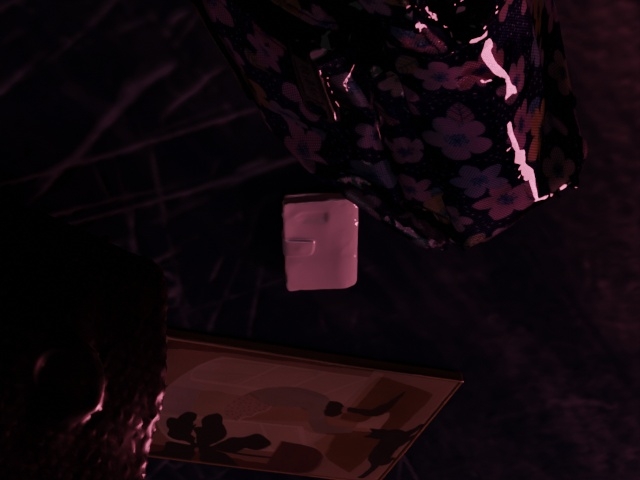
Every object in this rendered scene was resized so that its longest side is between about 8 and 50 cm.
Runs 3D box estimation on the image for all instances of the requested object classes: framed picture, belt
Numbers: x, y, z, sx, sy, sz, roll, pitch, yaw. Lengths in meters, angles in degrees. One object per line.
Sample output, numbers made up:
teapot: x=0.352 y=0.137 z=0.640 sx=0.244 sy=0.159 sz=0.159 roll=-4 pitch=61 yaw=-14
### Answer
framed picture: x=-0.026 y=0.111 z=1.094 sx=0.201 sy=0.010 sz=0.136 roll=10 pitch=140 yaw=-21
belt: x=-0.191 y=0.117 z=0.855 sx=0.164 sy=0.289 sz=0.184 roll=23 pitch=158 yaw=-33

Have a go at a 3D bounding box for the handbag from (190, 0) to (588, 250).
handbag: x=0.009 y=-0.116 z=0.623 sx=0.127 sy=0.228 sz=0.208 roll=-30 pitch=146 yaw=-1

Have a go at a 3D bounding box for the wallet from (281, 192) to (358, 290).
wallet: x=0.000 y=0.000 z=0.951 sx=0.044 sy=0.011 sz=0.083 roll=-5 pitch=143 yaw=-2
